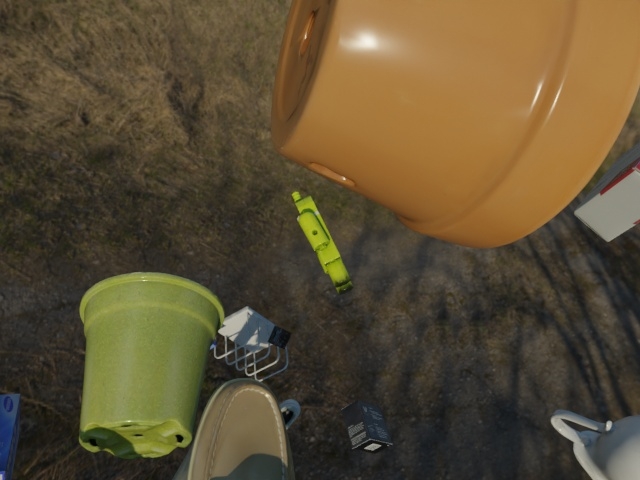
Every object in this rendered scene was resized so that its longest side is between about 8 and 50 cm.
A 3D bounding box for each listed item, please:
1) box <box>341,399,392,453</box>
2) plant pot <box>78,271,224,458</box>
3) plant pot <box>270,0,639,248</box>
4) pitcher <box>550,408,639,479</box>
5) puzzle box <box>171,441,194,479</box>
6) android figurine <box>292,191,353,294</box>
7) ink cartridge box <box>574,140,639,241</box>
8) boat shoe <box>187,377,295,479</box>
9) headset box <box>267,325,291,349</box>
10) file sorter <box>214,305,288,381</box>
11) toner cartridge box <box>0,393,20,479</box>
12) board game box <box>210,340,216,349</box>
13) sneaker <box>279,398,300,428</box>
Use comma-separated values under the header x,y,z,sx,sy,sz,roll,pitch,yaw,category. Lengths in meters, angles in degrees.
x,y,z,sx,sy,sz,roll,pitch,yaw,category
0.177,0.714,1.826,0.156,0.093,0.158,33,28,-41,box
-0.319,0.241,0.872,0.275,0.276,0.254,17,45,-25,plant pot
0.079,-0.153,0.415,0.203,0.291,0.291,11,42,-18,plant pot
0.502,0.345,0.798,0.177,0.207,0.125,38,67,12,pitcher
-0.307,0.567,1.292,0.052,0.409,0.272,33,56,-5,puzzle box
0.000,0.000,1.184,0.273,0.056,0.248,63,-1,18,android figurine
0.505,-0.097,0.754,0.072,0.127,0.175,45,60,11,ink cartridge box
-0.064,0.267,0.418,0.109,0.098,0.303,12,57,-18,boat shoe
-0.142,0.333,1.641,0.032,0.062,0.083,15,-16,32,headset box
-0.287,0.439,1.984,0.277,0.192,0.173,45,24,-40,file sorter
-0.901,0.597,1.332,0.075,0.165,0.348,5,15,-28,toner cartridge box
-0.522,0.399,1.780,0.160,0.210,0.047,49,12,-45,board game box
-0.166,0.635,1.619,0.090,0.115,0.232,43,78,7,sneaker
